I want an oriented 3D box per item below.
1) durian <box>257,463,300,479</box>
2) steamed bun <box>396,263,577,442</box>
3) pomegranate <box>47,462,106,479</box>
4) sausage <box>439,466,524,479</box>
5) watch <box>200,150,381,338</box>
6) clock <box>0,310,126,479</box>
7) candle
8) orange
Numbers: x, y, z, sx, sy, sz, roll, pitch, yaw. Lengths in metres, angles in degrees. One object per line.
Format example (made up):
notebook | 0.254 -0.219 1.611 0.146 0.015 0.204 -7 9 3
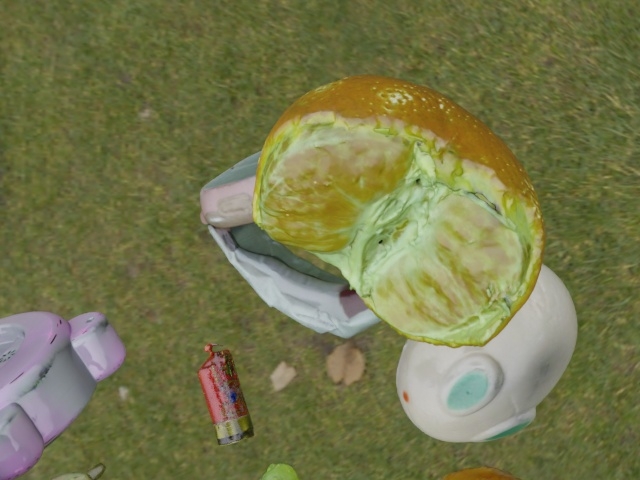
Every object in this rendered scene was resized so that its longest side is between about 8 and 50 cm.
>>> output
durian | -0.114 0.409 1.525 0.250 0.139 0.101 -46 54 19
steamed bun | 0.191 0.127 1.202 0.228 0.177 0.131 -45 40 -7
pomegranate | -0.292 0.278 0.856 0.302 0.236 0.235 -24 82 12
sausage | 0.103 0.348 0.807 0.134 0.116 0.353 24 65 -14
watch | 0.000 0.000 1.362 0.253 0.162 0.241 -13 109 39
clock | -0.316 0.153 1.035 0.248 0.227 0.090 -13 117 37
candle | -0.124 0.194 1.402 0.052 0.052 0.130 -20 82 23
orange | 0.066 -0.031 0.880 0.237 0.158 0.179 33 126 -4
